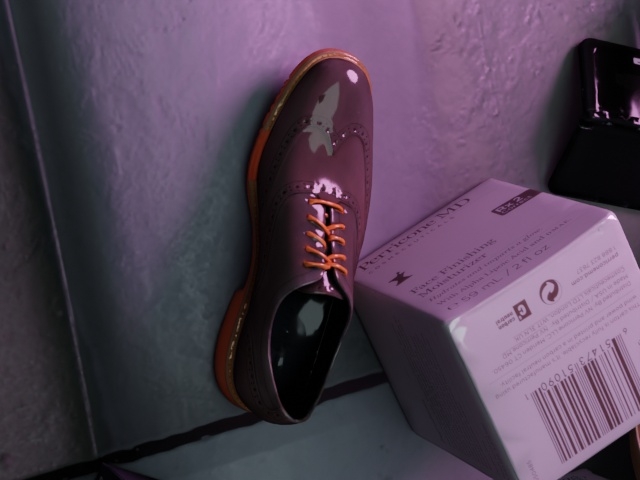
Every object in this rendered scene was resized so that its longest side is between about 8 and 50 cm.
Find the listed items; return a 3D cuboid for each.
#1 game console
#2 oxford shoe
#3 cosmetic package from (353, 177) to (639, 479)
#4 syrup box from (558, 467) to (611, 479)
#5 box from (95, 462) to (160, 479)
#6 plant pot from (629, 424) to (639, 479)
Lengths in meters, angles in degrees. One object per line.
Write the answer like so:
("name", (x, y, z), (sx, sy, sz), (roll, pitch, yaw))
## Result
("game console", (0.242, -0.089, 1.463), (0.122, 0.071, 0.107), (9, 65, -26))
("oxford shoe", (0.000, 0.000, 1.322), (0.097, 0.098, 0.271), (8, 96, -25))
("cosmetic package", (0.137, 0.065, 1.347), (0.151, 0.183, 0.151), (-32, 111, -16))
("syrup box", (0.135, 0.259, 1.429), (0.237, 0.093, 0.096), (-14, 104, -22))
("box", (-0.099, 0.276, 1.236), (0.103, 0.261, 0.184), (24, 88, -25))
("plant pot", (0.325, 0.201, 1.465), (0.236, 0.236, 0.032), (26, 130, -25))
